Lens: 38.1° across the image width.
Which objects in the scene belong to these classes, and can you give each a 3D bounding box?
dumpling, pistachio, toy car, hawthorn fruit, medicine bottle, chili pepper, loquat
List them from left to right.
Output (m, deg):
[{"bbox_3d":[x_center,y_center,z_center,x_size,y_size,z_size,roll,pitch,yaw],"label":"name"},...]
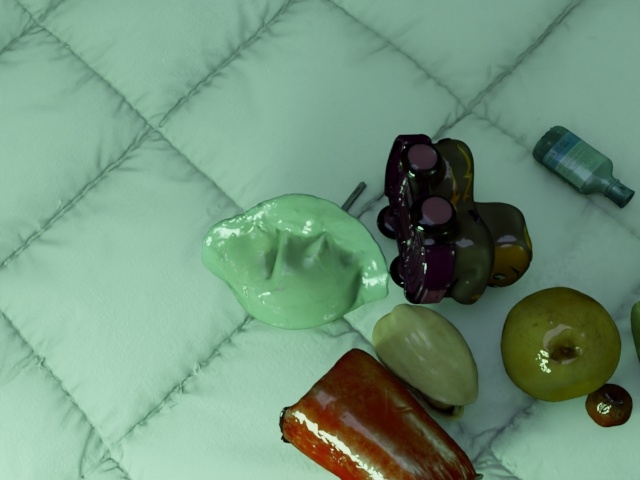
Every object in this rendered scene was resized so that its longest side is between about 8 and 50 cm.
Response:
[{"bbox_3d":[-0.059,0.034,1.795,0.320,0.212,0.270,-19,101,-9],"label":"dumpling"},{"bbox_3d":[0.099,0.365,1.595,0.229,0.251,0.305,-33,67,-26],"label":"chili pepper"},{"bbox_3d":[0.195,0.219,1.688,0.157,0.157,0.229,-37,71,-5],"label":"pistachio"},{"bbox_3d":[0.252,-0.043,1.750,0.240,0.271,0.341,-5,65,-10],"label":"toy car"},{"bbox_3d":[0.420,0.184,1.639,0.208,0.208,0.208,-4,66,10],"label":"loquat"},{"bbox_3d":[0.522,-0.141,1.828,0.090,0.054,0.208,-44,67,-10],"label":"medicine bottle"},{"bbox_3d":[0.508,0.285,1.626,0.081,0.093,0.081,-4,66,9],"label":"hawthorn fruit"}]

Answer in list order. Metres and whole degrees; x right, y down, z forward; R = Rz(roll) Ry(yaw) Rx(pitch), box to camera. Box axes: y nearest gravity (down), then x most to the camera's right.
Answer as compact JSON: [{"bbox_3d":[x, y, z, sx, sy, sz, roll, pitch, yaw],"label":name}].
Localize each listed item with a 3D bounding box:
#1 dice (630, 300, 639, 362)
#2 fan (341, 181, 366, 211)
[{"bbox_3d":[0.642,0.177,1.602,0.166,0.169,0.169,-14,65,7],"label":"dice"},{"bbox_3d":[-0.033,0.008,1.908,0.223,0.012,0.294,3,68,14],"label":"fan"}]
